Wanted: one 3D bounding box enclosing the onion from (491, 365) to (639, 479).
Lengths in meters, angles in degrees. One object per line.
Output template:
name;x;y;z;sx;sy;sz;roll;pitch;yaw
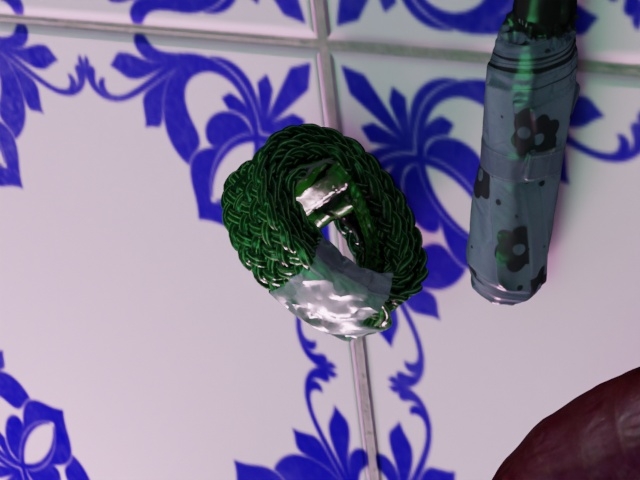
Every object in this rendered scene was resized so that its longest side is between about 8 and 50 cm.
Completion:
onion;0.245;0.226;0.975;0.348;0.285;0.347;2;96;16

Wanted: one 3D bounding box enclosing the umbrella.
umbrella;0.125;-0.074;1.079;0.053;0.052;0.250;29;128;40

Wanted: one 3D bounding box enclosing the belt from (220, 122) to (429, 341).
belt;0.000;0.000;1.178;0.151;0.121;0.079;50;133;6
